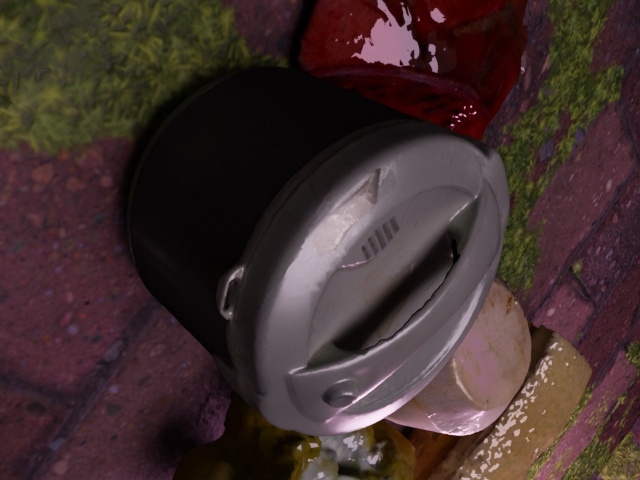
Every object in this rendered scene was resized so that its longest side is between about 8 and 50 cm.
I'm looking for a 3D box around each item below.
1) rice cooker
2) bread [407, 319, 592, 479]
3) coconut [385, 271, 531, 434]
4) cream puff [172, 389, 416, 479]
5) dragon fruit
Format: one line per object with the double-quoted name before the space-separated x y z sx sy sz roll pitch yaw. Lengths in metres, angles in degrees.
"rice cooker" 0.002 0.002 0.595 0.288 0.277 0.288 -24 129 -33
"bread" 0.292 0.320 1.143 0.375 0.165 0.236 -52 133 -5
"coconut" 0.136 0.124 0.853 0.241 0.241 0.241 -23 128 -32
"cream puff" -0.030 0.317 0.798 0.274 0.270 0.323 -35 108 23
"dragon fruit" 0.147 -0.232 0.726 0.343 0.100 0.282 16 98 -48
